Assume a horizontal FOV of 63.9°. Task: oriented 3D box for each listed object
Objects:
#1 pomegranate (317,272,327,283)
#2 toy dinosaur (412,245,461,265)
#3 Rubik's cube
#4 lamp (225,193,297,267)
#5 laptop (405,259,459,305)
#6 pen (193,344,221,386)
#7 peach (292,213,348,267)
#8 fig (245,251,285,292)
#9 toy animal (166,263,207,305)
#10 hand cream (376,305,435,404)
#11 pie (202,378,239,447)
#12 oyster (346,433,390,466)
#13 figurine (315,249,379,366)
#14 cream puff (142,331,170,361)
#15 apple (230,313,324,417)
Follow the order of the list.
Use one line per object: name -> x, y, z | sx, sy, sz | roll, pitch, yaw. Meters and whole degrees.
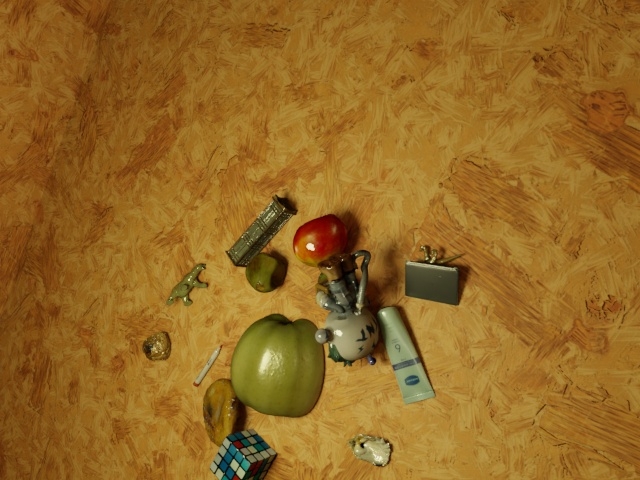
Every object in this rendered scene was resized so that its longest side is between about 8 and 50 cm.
pomegranate -> 0.058, 0.155, 1.810 | 0.142, 0.114, 0.114 | 30, 101, 1
toy dinosaur -> 0.364, 0.087, 1.667 | 0.162, 0.039, 0.126 | 15, 102, 29
Rubik's cube -> -0.285, 0.817, 1.900 | 0.151, 0.155, 0.154 | 36, 102, 32
lamp -> -0.236, -0.032, 2.017 | 0.325, 0.090, 0.089 | -47, 62, 17
laptop -> 0.357, 0.135, 1.652 | 0.180, 0.016, 0.129 | 9, 110, 32
pen -> -0.465, 0.517, 2.124 | 0.026, 0.026, 0.218 | 41, 105, 29
peach -> 0.000, 0.000, 1.811 | 0.190, 0.190, 0.192 | 9, 71, 32
fig -> -0.209, 0.128, 1.949 | 0.165, 0.154, 0.144 | -94, 8, -48
toy animal -> -0.570, 0.191, 2.204 | 0.218, 0.103, 0.101 | -46, 39, 23
hand cream -> 0.270, 0.369, 1.687 | 0.109, 0.067, 0.320 | -25, 79, 26
pie -> -0.389, 0.672, 2.010 | 0.273, 0.069, 0.273 | -29, 53, 47
oyster -> 0.164, 0.696, 1.703 | 0.146, 0.045, 0.121 | -32, 65, 16
figurine -> 0.076, 0.234, 1.676 | 0.186, 0.261, 0.381 | 12, 123, 57
cream puff -> -0.716, 0.463, 2.244 | 0.119, 0.104, 0.133 | 40, 104, 36
apple -> -0.166, 0.454, 1.914 | 0.321, 0.312, 0.359 | 10, 91, -12
